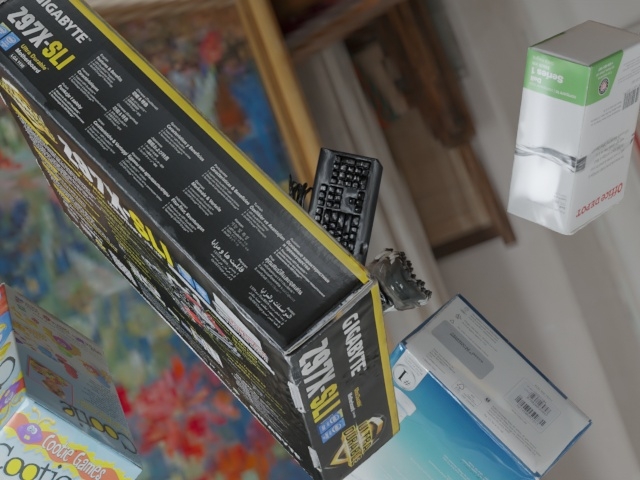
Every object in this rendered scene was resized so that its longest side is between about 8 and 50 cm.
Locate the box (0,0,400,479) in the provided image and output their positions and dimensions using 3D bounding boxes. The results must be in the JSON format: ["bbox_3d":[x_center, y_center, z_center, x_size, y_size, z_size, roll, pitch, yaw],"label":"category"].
[{"bbox_3d":[-0.085,0.000,1.030,0.079,0.322,0.257,-39,155,-15],"label":"box"}]

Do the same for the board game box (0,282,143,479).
[{"bbox_3d":[-0.297,0.183,1.544,0.142,0.144,0.275,-50,-155,6],"label":"board game box"}]

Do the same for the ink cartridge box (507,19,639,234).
[{"bbox_3d":[0.314,-0.139,1.864,0.092,0.219,0.160,22,-149,31],"label":"ink cartridge box"}]

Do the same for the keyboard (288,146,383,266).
[{"bbox_3d":[0.000,0.000,1.607,0.100,0.192,0.038,12,-175,15],"label":"keyboard"}]

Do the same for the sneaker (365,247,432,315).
[{"bbox_3d":[0.074,0.067,1.922,0.106,0.078,0.234,-36,-175,-1],"label":"sneaker"}]

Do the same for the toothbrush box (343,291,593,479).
[{"bbox_3d":[0.144,0.241,1.793,0.126,0.216,0.295,-35,164,-41],"label":"toothbrush box"}]
